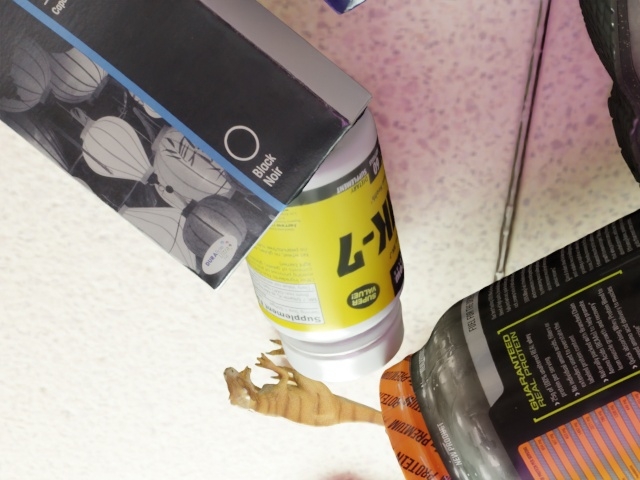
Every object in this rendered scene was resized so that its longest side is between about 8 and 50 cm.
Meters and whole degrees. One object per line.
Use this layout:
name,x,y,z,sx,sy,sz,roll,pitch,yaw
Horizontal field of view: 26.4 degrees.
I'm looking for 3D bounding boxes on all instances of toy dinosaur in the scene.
toy dinosaur,-0.002,0.137,1.146,0.211,0.112,0.064,12,119,-31

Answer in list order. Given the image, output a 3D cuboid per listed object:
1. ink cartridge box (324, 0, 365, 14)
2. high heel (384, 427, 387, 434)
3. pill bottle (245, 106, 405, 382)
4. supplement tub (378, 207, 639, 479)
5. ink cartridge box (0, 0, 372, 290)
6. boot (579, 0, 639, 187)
ink cartridge box,0.032,-0.306,0.740,0.395,0.151,0.270,-25,126,40
high heel,0.164,0.230,1.230,0.186,0.093,0.261,-12,112,-1
pill bottle,0.000,0.000,1.034,0.119,0.119,0.208,-11,128,5
supplement tub,0.227,0.096,1.016,0.338,0.207,0.207,-28,124,16
ink cartridge box,-0.145,-0.131,0.887,0.332,0.065,0.165,38,119,-2
boot,0.279,-0.149,0.973,0.161,0.083,0.246,-21,133,6
